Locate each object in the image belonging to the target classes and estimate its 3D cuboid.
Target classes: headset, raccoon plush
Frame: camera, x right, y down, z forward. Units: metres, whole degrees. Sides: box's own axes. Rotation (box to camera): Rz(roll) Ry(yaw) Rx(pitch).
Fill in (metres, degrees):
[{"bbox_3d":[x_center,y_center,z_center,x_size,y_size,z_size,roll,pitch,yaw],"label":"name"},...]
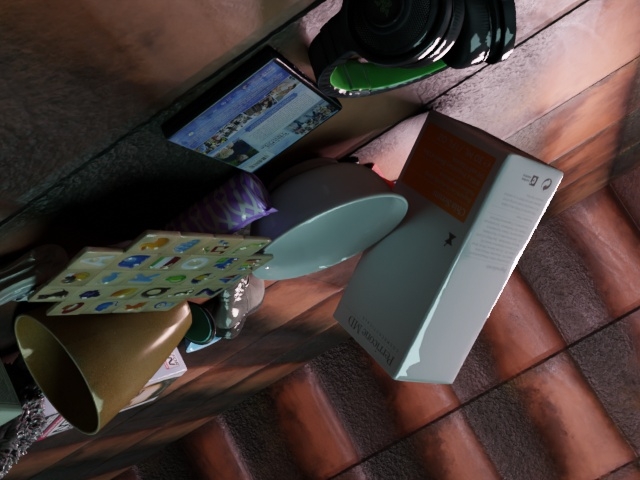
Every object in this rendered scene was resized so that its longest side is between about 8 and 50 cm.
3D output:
[{"bbox_3d":[0.140,-0.301,0.926,0.243,0.185,0.394,-12,172,-37],"label":"headset"},{"bbox_3d":[-0.587,0.374,1.472,0.446,0.216,0.299,-22,154,-23],"label":"raccoon plush"}]

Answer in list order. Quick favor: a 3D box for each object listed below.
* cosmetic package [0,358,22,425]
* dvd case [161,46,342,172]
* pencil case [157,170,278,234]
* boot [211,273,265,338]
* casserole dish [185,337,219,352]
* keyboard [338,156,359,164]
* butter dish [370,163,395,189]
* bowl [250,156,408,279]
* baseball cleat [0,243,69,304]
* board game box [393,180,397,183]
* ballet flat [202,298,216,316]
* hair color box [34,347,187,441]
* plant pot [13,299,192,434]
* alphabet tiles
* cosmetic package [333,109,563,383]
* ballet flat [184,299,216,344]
[{"bbox_3d":[-0.612,0.230,1.177,0.129,0.153,0.296,-30,163,-1],"label":"cosmetic package"},{"bbox_3d":[-0.085,-0.172,1.069,0.180,0.022,0.253,-34,164,15],"label":"dvd case"},{"bbox_3d":[-0.174,-0.029,1.242,0.206,0.088,0.086,-35,154,17],"label":"pencil case"},{"bbox_3d":[-0.161,0.078,1.573,0.246,0.083,0.161,-67,168,-62],"label":"boot"},{"bbox_3d":[-0.290,0.232,1.960,0.114,0.037,0.188,-19,161,-31],"label":"casserole dish"},{"bbox_3d":[0.029,-0.096,1.483,0.100,0.038,0.192,-20,163,-29],"label":"keyboard"},{"bbox_3d":[0.136,-0.056,1.548,0.160,0.118,0.160,38,70,-74],"label":"butter dish"},{"bbox_3d":[-0.006,-0.054,1.348,0.298,0.134,0.298,-21,161,-8],"label":"bowl"},{"bbox_3d":[-0.460,0.074,1.095,0.206,0.072,0.109,-20,162,-26],"label":"baseball cleat"},{"bbox_3d":[0.178,-0.082,1.784,0.160,0.039,0.211,-17,162,-38],"label":"board game box"},{"bbox_3d":[-0.206,0.143,1.799,0.173,0.049,0.057,-30,165,4],"label":"ballet flat"},{"bbox_3d":[-0.516,0.337,1.753,0.374,0.113,0.185,-12,157,-48],"label":"hair color box"},{"bbox_3d":[-0.362,0.174,1.354,0.254,0.237,0.237,-33,170,-39],"label":"plant pot"},{"bbox_3d":[-0.248,0.054,1.167,0.285,0.011,0.343,-32,157,37],"label":"alphabet tiles"},{"bbox_3d":[0.224,0.016,1.426,0.161,0.230,0.453,12,109,-38],"label":"cosmetic package"},{"bbox_3d":[-0.259,0.152,1.499,0.074,0.203,0.074,-26,128,-40],"label":"ballet flat"}]
